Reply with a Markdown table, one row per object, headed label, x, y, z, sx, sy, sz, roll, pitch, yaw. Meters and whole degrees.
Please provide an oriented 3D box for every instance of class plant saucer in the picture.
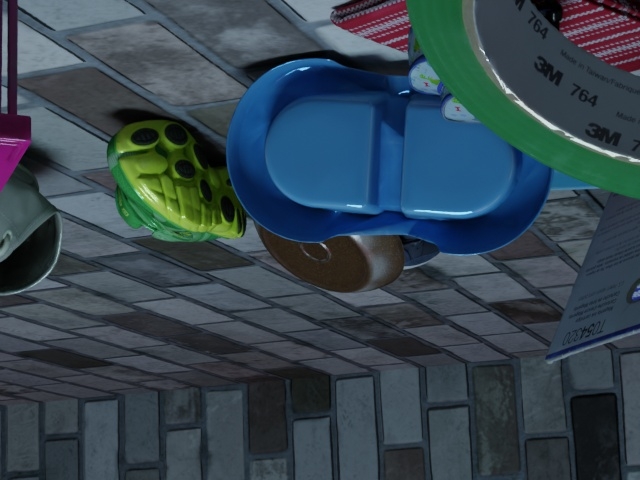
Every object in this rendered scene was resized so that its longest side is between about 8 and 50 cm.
| label | x | y | z | sx | sy | sz | roll | pitch | yaw |
| --- | --- | --- | --- | --- | --- | --- | --- | --- | --- |
| plant saucer | 0.000 | 0.000 | 1.842 | 0.198 | 0.036 | 0.198 | 22 | 147 | 16 |

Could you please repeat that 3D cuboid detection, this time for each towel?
| label | x | y | z | sx | sy | sz | roll | pitch | yaw |
| --- | --- | --- | --- | --- | --- | --- | --- | --- | --- |
| towel | 0.172 | -0.180 | 1.350 | 0.275 | 0.031 | 0.199 | 12 | 163 | -41 |

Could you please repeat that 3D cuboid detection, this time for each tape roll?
| label | x | y | z | sx | sy | sz | roll | pitch | yaw |
| --- | --- | --- | --- | --- | --- | --- | --- | --- | --- |
| tape roll | 0.217 | -0.150 | 1.053 | 0.321 | 0.077 | 0.321 | 20 | 150 | 12 |

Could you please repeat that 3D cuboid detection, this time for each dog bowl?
| label | x | y | z | sx | sy | sz | roll | pitch | yaw |
| --- | --- | --- | --- | --- | --- | --- | --- | --- | --- |
| dog bowl | 0.066 | -0.077 | 1.454 | 0.297 | 0.166 | 0.074 | 4 | -175 | 14 |

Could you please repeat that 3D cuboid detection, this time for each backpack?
| label | x | y | z | sx | sy | sz | roll | pitch | yaw |
| --- | --- | --- | --- | --- | --- | --- | --- | --- | --- |
| backpack | 0.126 | -0.140 | 1.270 | 0.114 | 0.084 | 0.105 | 4 | 165 | -2 |

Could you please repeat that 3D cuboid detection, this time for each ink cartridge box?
| label | x | y | z | sx | sy | sz | roll | pitch | yaw |
| --- | --- | --- | --- | --- | --- | --- | --- | --- | --- |
| ink cartridge box | 0.333 | -0.055 | 1.283 | 0.071 | 0.330 | 0.324 | 28 | 160 | -12 |

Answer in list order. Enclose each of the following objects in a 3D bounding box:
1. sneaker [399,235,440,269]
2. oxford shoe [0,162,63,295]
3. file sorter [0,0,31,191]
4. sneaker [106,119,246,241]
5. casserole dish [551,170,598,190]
| label | x | y | z | sx | sy | sz | roll | pitch | yaw |
| --- | --- | --- | --- | --- | --- | --- | --- | --- | --- |
| sneaker | 0.111 | -0.022 | 1.894 | 0.163 | 0.086 | 0.226 | -11 | 163 | 43 |
| oxford shoe | -0.372 | -0.031 | 1.566 | 0.169 | 0.130 | 0.449 | -39 | 164 | 6 |
| file sorter | -0.335 | -0.122 | 1.172 | 0.202 | 0.182 | 0.290 | 4 | 165 | -20 |
| sneaker | -0.166 | -0.046 | 1.691 | 0.123 | 0.109 | 0.295 | -9 | 166 | 13 |
| casserole dish | 0.304 | -0.086 | 1.760 | 0.188 | 0.037 | 0.114 | -3 | 167 | 1 |
